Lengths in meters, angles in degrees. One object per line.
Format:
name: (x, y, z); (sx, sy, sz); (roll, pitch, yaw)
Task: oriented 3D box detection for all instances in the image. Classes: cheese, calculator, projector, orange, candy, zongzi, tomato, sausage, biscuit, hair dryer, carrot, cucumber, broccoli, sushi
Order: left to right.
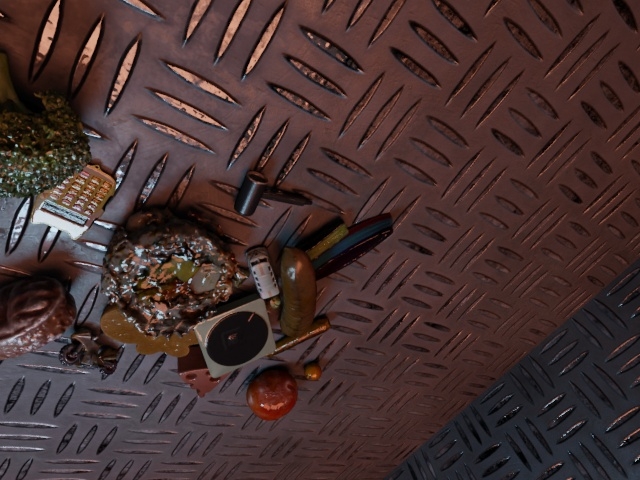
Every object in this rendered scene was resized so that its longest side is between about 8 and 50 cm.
broccoli: (-0.673, -0.226, 0.944); (0.375, 0.301, 0.249); (-11, 160, 22)
candy: (-0.854, 0.222, 1.220); (0.290, 0.214, 0.157); (-20, 137, -5)
calculator: (-0.659, -0.115, 1.150); (0.157, 0.033, 0.236); (32, 108, -37)
biscuit: (-0.584, 0.308, 1.498); (0.355, 0.052, 0.275); (29, 121, -33)
sushi: (-0.447, 0.095, 1.292); (0.418, 0.176, 0.417); (-9, 120, -16)
cheese: (-0.477, 0.491, 1.658); (0.177, 0.128, 0.203); (32, 115, -36)
zongzi: (-0.298, 0.122, 1.485); (0.083, 0.040, 0.076); (32, 118, -25)
projector: (-0.310, 0.342, 1.557); (0.259, 0.079, 0.257); (-20, 120, -19)
candy: (-0.238, 0.259, 1.618); (0.203, 0.061, 0.061); (-29, 133, 14)
tomato: (-0.211, 0.688, 1.876); (0.232, 0.188, 0.232); (-10, 131, -11)
hair dryer: (-0.137, -0.124, 1.336); (0.256, 0.070, 0.128); (11, 123, -34)
carrot: (-0.104, 0.407, 1.782); (0.314, 0.066, 0.066); (-27, 132, 5)
sausage: (-0.078, 0.202, 1.528); (0.123, 0.136, 0.500); (-46, 156, -34)
orange: (-0.034, 0.598, 1.947); (0.084, 0.083, 0.083); (-11, 130, -13)
cucumber: (-0.001, -0.001, 1.495); (0.211, 0.062, 0.078); (-38, 144, 2)

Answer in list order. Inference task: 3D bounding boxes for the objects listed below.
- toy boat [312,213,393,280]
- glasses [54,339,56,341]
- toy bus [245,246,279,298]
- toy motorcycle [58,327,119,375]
toy boat: (0.101, 0.031, 1.552); (0.392, 0.079, 0.136); (-32, 133, 9)
glasses: (-0.857, 0.253, 1.347); (0.104, 0.062, 0.140); (-38, 132, 8)
toy bus: (-0.198, 0.115, 1.483); (0.087, 0.089, 0.193); (-18, 131, -8)
toy motorcycle: (-0.776, 0.378, 1.456); (0.094, 0.129, 0.229); (-12, 149, 18)
